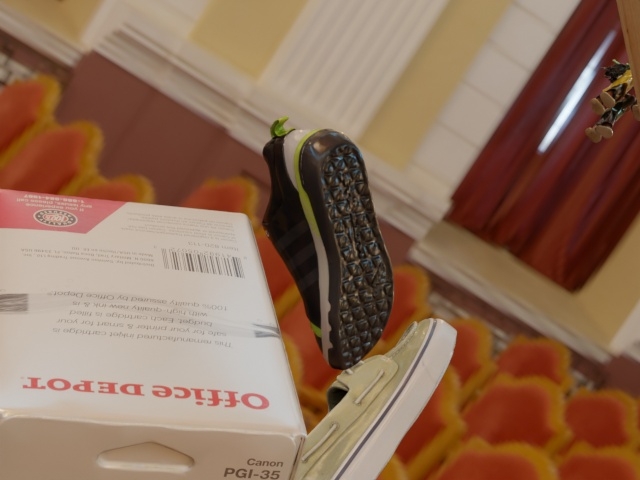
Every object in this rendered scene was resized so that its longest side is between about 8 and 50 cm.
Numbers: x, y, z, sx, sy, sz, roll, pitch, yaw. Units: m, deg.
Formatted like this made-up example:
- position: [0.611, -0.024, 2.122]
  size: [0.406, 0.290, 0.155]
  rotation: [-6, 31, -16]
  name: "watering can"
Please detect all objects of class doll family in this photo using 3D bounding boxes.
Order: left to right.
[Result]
- position: [0.407, -0.203, 1.763]
  size: [0.076, 0.111, 0.193]
  rotation: [55, -38, -7]
  name: "doll family"

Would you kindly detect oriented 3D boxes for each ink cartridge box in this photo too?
- position: [-0.141, 0.087, 1.001]
  size: [0.207, 0.117, 0.283]
  rotation: [6, 30, -16]
  name: "ink cartridge box"

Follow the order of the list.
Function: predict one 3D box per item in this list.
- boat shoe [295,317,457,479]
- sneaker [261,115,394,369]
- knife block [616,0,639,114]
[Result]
- position: [0.053, 0.178, 1.514]
  size: [0.094, 0.109, 0.302]
  rotation: [36, 49, 2]
  name: "boat shoe"
- position: [0.000, 0.000, 1.249]
  size: [0.097, 0.234, 0.084]
  rotation: [13, 29, 42]
  name: "sneaker"
- position: [0.288, -0.166, 1.113]
  size: [0.242, 0.275, 0.088]
  rotation: [33, -8, -13]
  name: "knife block"
